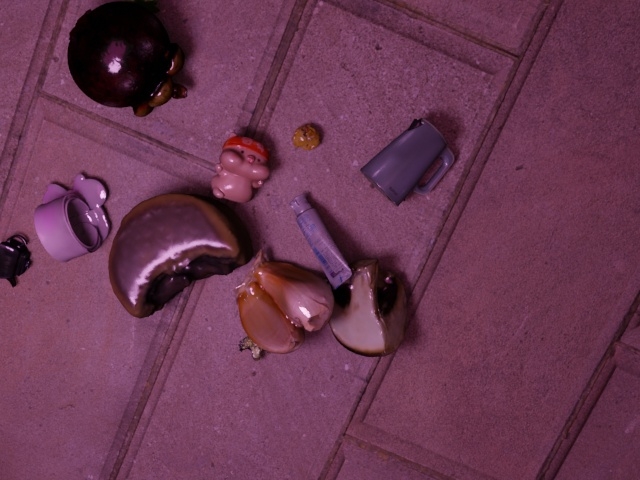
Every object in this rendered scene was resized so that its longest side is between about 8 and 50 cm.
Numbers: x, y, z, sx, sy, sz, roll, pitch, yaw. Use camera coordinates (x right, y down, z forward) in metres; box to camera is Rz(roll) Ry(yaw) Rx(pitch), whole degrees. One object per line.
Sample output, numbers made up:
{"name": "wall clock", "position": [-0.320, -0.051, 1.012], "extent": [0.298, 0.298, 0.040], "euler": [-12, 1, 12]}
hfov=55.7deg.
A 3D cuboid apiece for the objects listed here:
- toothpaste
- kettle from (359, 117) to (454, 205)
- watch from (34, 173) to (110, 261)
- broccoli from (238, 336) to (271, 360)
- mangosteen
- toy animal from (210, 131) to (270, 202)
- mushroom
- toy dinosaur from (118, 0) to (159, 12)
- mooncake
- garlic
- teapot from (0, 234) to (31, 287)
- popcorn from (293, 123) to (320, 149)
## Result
{"name": "toothpaste", "position": [0.000, 0.000, 1.853], "extent": [0.114, 0.073, 0.299], "euler": [-43, 71, 47]}
{"name": "kettle", "position": [0.275, -0.223, 1.817], "extent": [0.243, 0.160, 0.210], "euler": [-45, 114, 4]}
{"name": "watch", "position": [-0.764, -0.068, 1.859], "extent": [0.210, 0.217, 0.249], "euler": [-19, 99, 6]}
{"name": "broccoli", "position": [-0.210, 0.345, 1.969], "extent": [0.095, 0.097, 0.092], "euler": [-7, 77, 32]}
{"name": "mangosteen", "position": [-0.543, -0.509, 1.740], "extent": [0.346, 0.307, 0.307], "euler": [34, 102, -34]}
{"name": "toy animal", "position": [-0.239, -0.217, 1.837], "extent": [0.171, 0.171, 0.198], "euler": [24, 104, -1]}
{"name": "mushroom", "position": [0.137, 0.197, 1.908], "extent": [0.217, 0.212, 0.292], "euler": [-9, 105, 45]}
{"name": "toy dinosaur", "position": [-0.528, -0.770, 1.761], "extent": [0.194, 0.152, 0.177], "euler": [-7, 92, -2]}
{"name": "mooncake", "position": [-0.414, 0.052, 1.844], "extent": [0.393, 0.246, 0.394], "euler": [12, 92, 1]}
{"name": "garlic", "position": [-0.109, 0.200, 1.861], "extent": [0.313, 0.249, 0.286], "euler": [35, 75, 23]}
{"name": "teapot", "position": [-0.991, 0.067, 1.966], "extent": [0.096, 0.087, 0.177], "euler": [19, 101, -8]}
{"name": "popcorn", "position": [-0.042, -0.324, 1.856], "extent": [0.084, 0.084, 0.084], "euler": [1, 100, 3]}
